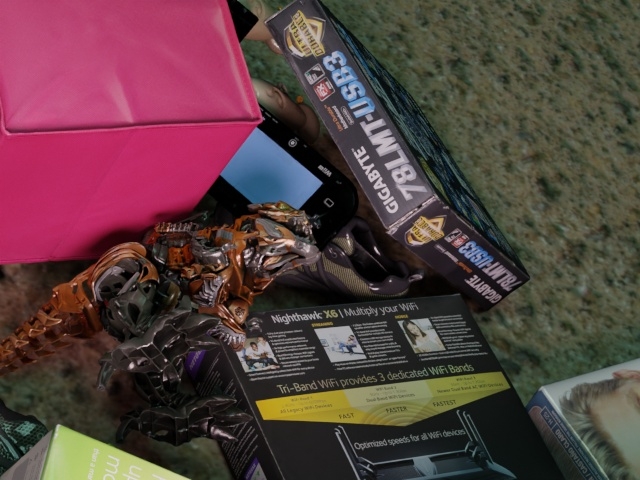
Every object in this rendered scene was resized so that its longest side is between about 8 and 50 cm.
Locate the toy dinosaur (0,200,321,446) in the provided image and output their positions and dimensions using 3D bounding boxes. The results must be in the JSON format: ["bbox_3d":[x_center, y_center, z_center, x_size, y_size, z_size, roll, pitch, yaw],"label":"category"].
[{"bbox_3d":[-0.151,0.072,1.692,0.164,0.322,0.218,45,15,-41],"label":"toy dinosaur"}]

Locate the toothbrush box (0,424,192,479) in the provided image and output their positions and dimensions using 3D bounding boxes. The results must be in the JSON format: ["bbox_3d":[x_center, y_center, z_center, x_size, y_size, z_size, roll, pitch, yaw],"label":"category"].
[{"bbox_3d":[-0.131,0.303,1.452,0.283,0.122,0.206,28,50,-21],"label":"toothbrush box"}]

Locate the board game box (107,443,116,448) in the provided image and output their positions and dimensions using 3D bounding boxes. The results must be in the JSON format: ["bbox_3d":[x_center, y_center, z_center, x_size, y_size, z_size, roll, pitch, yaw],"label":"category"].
[{"bbox_3d":[-0.148,0.270,1.605,0.181,0.043,0.092,38,41,8],"label":"board game box"}]

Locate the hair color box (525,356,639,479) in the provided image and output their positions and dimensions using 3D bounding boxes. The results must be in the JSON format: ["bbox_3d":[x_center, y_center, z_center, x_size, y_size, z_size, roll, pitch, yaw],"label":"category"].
[{"bbox_3d":[0.375,0.212,1.921,0.347,0.105,0.174,-12,56,-37],"label":"hair color box"}]

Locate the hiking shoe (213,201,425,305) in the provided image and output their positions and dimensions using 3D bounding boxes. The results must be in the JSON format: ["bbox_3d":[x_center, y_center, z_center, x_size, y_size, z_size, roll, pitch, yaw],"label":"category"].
[{"bbox_3d":[0.000,0.000,1.904,0.226,0.114,0.086,30,41,-1],"label":"hiking shoe"}]

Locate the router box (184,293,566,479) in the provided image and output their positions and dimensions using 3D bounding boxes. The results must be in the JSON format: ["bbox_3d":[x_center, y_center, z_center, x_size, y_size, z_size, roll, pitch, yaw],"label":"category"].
[{"bbox_3d":[0.052,0.178,1.783,0.308,0.081,0.243,-3,51,-32],"label":"router box"}]

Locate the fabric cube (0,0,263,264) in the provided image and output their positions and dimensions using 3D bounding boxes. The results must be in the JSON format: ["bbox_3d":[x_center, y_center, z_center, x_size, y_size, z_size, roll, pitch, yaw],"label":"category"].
[{"bbox_3d":[-0.245,-0.146,1.721,0.259,0.258,0.254,-4,66,-29],"label":"fabric cube"}]

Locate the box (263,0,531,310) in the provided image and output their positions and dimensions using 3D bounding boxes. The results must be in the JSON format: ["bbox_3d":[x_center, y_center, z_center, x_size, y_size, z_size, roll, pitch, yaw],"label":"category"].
[{"bbox_3d":[0.085,-0.091,1.960,0.296,0.073,0.293,59,12,28],"label":"box"}]

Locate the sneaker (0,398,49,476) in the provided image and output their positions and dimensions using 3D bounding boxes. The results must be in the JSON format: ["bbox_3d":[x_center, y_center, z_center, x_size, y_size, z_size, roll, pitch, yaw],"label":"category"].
[{"bbox_3d":[-0.273,0.219,1.550,0.130,0.087,0.227,-8,48,-28],"label":"sneaker"}]

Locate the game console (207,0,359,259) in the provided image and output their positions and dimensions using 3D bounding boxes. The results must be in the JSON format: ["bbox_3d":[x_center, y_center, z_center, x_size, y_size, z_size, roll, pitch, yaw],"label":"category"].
[{"bbox_3d":[-0.102,-0.126,1.891,0.361,0.213,0.044,41,3,21],"label":"game console"}]

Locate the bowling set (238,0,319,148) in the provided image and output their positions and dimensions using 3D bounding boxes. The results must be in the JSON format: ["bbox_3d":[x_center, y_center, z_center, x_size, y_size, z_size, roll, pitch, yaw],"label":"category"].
[{"bbox_3d":[-0.126,-0.223,2.038,0.154,0.199,0.287,20,60,-62],"label":"bowling set"}]
